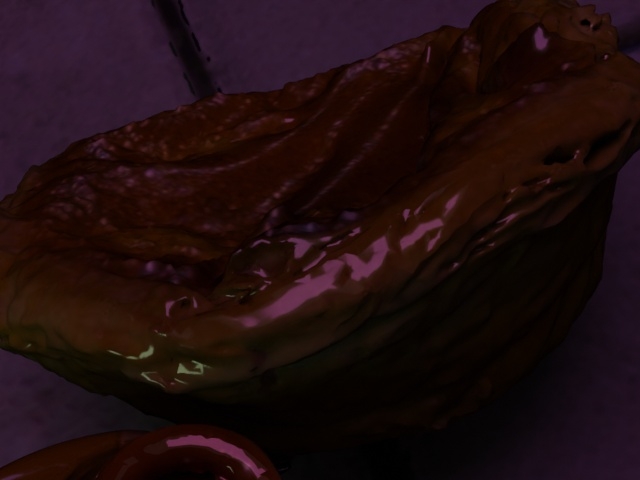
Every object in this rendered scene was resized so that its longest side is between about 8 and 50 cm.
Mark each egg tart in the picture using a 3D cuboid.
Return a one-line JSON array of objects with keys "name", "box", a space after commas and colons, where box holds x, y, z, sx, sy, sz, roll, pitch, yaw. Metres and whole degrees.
[{"name": "egg tart", "box": [0.000, 0.000, 0.678, 0.339, 0.153, 0.351, -18, 15, -4]}]

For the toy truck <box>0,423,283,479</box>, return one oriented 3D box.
[{"name": "toy truck", "box": [-0.099, 0.217, 0.538, 0.211, 0.204, 0.288, -6, 55, -8]}]
